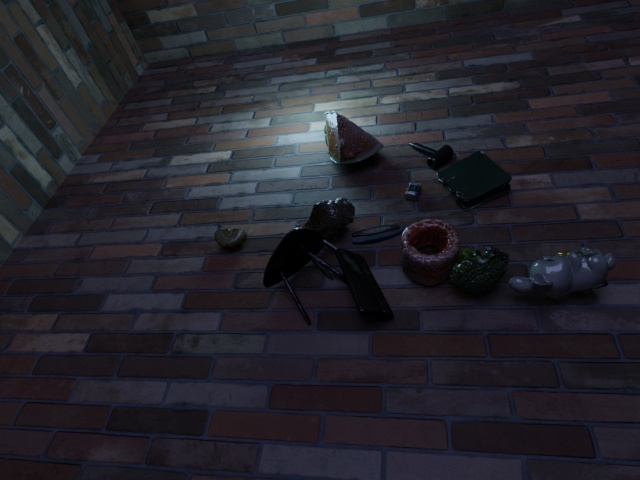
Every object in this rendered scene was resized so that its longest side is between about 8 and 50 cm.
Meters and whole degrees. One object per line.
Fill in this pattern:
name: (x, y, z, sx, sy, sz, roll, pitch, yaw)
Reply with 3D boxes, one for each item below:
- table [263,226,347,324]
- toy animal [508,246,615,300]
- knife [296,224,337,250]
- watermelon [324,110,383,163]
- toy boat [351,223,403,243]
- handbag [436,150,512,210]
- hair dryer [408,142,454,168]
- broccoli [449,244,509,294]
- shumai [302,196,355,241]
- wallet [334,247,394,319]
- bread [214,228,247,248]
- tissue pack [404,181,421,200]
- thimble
table: (-0.017, 0.131, 1.708, 0.317, 0.317, 0.249, -37, 64, -17)
toy animal: (0.834, 0.119, 1.496, 0.325, 0.208, 0.154, -20, 87, -16)
knife: (-0.001, 0.001, 1.878, 0.256, 0.046, 0.022, 32, 71, 11)
watermelon: (0.118, -0.502, 2.245, 0.222, 0.319, 0.292, -57, 13, 2)
toy boat: (0.247, -0.033, 1.889, 0.228, 0.046, 0.080, -10, 45, 8)
handbag: (0.690, -0.273, 1.960, 0.260, 0.079, 0.248, -24, 48, -5)
hair dryer: (0.525, -0.440, 2.170, 0.128, 0.070, 0.255, -39, 44, -18)
broccoli: (0.582, 0.097, 1.584, 0.176, 0.198, 0.226, 25, 65, 15)
shumai: (0.060, -0.084, 1.937, 0.185, 0.218, 0.184, 6, 41, -34)
wallet: (0.166, 0.161, 1.672, 0.044, 0.170, 0.321, -52, 40, 30)
bread: (-0.411, -0.003, 2.005, 0.157, 0.083, 0.094, -16, 50, 3)
tissue pack: (0.430, -0.229, 2.011, 0.062, 0.042, 0.083, 12, 53, 27)
thimble: (0.426, 0.046, 1.694, 0.239, 0.162, 0.239, -6, 51, 7)
